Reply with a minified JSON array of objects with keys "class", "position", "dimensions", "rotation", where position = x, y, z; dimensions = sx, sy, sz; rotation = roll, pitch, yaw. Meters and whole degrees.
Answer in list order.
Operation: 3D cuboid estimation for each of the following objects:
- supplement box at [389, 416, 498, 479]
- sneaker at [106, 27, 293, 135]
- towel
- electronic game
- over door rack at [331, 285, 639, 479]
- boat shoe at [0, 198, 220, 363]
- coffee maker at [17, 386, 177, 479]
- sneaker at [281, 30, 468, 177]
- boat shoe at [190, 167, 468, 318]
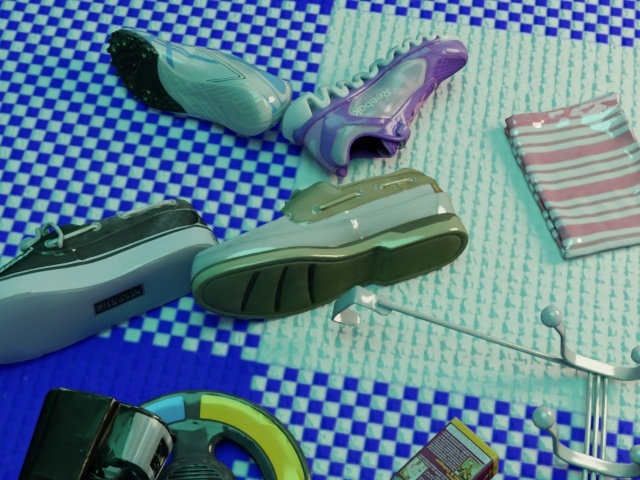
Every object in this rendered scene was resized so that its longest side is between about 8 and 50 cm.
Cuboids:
[{"class":"supplement box","position":[0.109,0.206,1.063],"dimensions":[0.083,0.043,0.055],"rotation":[-39,61,-17]},{"class":"sneaker","position":[-0.142,-0.189,1.413],"dimensions":[0.237,0.085,0.086],"rotation":[24,35,17]},{"class":"towel","position":[0.307,-0.076,1.373],"dimensions":[0.144,0.029,0.197],"rotation":[-14,60,-9]},{"class":"electronic game","position":[-0.120,0.248,1.154],"dimensions":[0.229,0.048,0.229],"rotation":[1,58,-1]},{"class":"over door rack","position":[0.157,0.176,1.153],"dimensions":[0.324,0.108,0.239],"rotation":[12,58,-1]},{"class":"boat shoe","position":[-0.257,0.030,1.251],"dimensions":[0.306,0.113,0.105],"rotation":[-23,55,-17]},{"class":"coffee maker","position":[-0.232,0.224,1.066],"dimensions":[0.171,0.120,0.178],"rotation":[23,52,-13]},{"class":"sneaker","position":[0.077,-0.149,1.384],"dimensions":[0.236,0.095,0.104],"rotation":[-31,70,-13]},{"class":"boat shoe","position":[0.000,0.000,1.280],"dimensions":[0.302,0.113,0.103],"rotation":[-11,57,-20]}]
